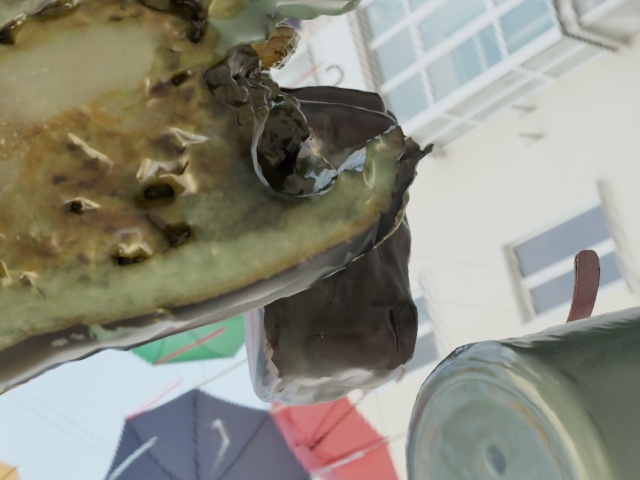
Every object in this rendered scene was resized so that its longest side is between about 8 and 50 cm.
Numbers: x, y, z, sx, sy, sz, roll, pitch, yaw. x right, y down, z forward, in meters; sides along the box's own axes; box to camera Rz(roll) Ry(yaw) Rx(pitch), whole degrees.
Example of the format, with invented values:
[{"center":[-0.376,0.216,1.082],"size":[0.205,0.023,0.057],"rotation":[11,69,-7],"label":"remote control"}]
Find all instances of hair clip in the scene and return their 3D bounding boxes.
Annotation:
[{"center":[0.273,0.077,1.224],"size":[0.054,0.022,0.137],"rotation":[-2,-68,-52],"label":"hair clip"}]

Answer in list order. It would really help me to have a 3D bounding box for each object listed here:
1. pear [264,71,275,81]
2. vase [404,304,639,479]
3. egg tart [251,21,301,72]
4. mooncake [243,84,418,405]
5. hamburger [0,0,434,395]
[{"center":[-0.234,-0.179,1.755],"size":[0.362,0.418,0.362],"rotation":[5,-107,-16],"label":"pear"},{"center":[0.214,0.142,0.740],"size":[0.291,0.245,0.245],"rotation":[-9,-107,-33],"label":"vase"},{"center":[-0.164,-0.241,1.374],"size":[0.297,0.297,0.132],"rotation":[-29,-75,-49],"label":"egg tart"},{"center":[0.000,0.000,1.391],"size":[0.212,0.350,0.381],"rotation":[-1,-79,-13],"label":"mooncake"},{"center":[-0.117,-0.050,0.472],"size":[0.192,0.288,0.167],"rotation":[-121,15,-70],"label":"hamburger"}]
